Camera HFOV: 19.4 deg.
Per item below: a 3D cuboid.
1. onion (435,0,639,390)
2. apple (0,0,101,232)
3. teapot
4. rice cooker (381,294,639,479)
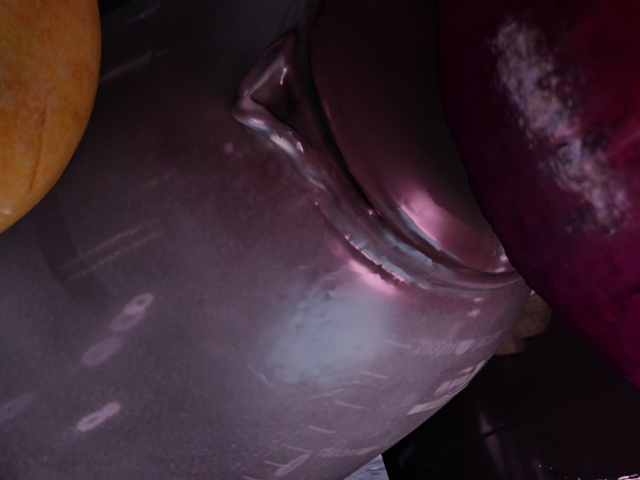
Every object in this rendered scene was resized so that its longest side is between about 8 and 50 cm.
[{"bbox_3d":[0.226,-0.099,0.576,0.348,0.347,0.385,-2,159,-22],"label":"onion"},{"bbox_3d":[-0.168,-0.070,0.655,0.182,0.182,0.155,1,164,-27],"label":"apple"},{"bbox_3d":[0.000,0.000,0.813,0.315,0.233,0.312,2,157,-44],"label":"teapot"},{"bbox_3d":[0.149,0.063,1.053,0.267,0.224,0.267,-9,155,-4],"label":"rice cooker"}]
